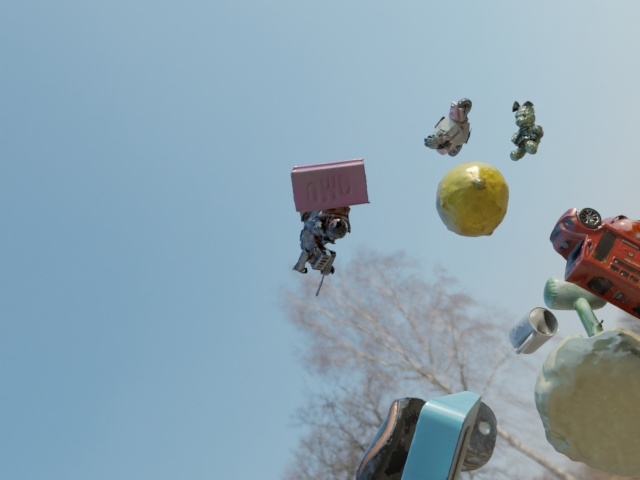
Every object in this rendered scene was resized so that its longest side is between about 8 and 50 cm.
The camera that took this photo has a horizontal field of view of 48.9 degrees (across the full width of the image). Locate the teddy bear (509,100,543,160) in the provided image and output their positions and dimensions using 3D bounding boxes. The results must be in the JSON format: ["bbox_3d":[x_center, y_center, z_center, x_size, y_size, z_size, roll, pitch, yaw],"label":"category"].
[{"bbox_3d":[0.750,-0.392,2.528,0.111,0.133,0.213,9,-102,-36],"label":"teddy bear"}]

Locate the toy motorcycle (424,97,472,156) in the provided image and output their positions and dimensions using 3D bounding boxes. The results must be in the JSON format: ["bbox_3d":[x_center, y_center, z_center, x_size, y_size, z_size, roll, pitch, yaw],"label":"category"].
[{"bbox_3d":[0.474,-0.407,2.632,0.204,0.108,0.239,-20,-61,-28],"label":"toy motorcycle"}]

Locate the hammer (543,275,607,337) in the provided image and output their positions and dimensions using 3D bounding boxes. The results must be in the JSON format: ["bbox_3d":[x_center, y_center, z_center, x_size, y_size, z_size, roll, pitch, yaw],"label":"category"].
[{"bbox_3d":[0.862,0.229,2.298,0.335,0.206,0.119,-84,-8,-64],"label":"hammer"}]

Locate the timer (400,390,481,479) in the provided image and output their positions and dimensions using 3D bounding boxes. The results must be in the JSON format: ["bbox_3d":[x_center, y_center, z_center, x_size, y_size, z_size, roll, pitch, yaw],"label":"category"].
[{"bbox_3d":[0.269,0.447,1.522,0.250,0.091,0.232,9,-83,-66],"label":"timer"}]

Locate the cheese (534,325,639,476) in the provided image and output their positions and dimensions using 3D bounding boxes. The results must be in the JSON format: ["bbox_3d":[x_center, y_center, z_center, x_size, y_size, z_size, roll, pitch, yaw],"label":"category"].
[{"bbox_3d":[0.581,0.308,1.355,0.318,0.326,0.115,60,-159,-18],"label":"cheese"}]

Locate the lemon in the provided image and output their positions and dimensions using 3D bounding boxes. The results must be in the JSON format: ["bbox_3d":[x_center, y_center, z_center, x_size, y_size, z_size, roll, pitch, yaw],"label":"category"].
[{"bbox_3d":[0.471,-0.126,2.187,0.233,0.233,0.288,-51,-12,-18],"label":"lemon"}]

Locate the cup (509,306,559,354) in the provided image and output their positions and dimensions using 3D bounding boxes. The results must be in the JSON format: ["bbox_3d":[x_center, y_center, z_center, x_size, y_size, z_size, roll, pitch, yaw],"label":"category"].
[{"bbox_3d":[0.621,0.274,2.098,0.136,0.099,0.133,-13,-28,-25],"label":"cup"}]

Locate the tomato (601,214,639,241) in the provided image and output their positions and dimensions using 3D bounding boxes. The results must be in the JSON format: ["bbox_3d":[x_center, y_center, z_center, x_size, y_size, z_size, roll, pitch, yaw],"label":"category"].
[{"bbox_3d":[0.760,0.016,1.740,0.187,0.187,0.151,16,-90,-61],"label":"tomato"}]

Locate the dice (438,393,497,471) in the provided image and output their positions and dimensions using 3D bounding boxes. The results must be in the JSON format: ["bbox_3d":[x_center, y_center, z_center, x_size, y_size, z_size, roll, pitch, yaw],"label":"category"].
[{"bbox_3d":[0.417,0.586,2.139,0.182,0.183,0.181,124,164,-52],"label":"dice"}]

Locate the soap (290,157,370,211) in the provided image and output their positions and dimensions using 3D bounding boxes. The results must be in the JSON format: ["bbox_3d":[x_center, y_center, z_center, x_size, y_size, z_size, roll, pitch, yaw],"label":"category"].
[{"bbox_3d":[0.026,-0.148,1.889,0.065,0.203,0.122,-90,-9,-70],"label":"soap"}]

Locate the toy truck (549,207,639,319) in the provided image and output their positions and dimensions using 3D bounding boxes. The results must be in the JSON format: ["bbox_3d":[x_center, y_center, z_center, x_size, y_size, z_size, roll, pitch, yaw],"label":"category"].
[{"bbox_3d":[0.530,0.049,1.261,0.114,0.253,0.107,-55,-13,-26],"label":"toy truck"}]

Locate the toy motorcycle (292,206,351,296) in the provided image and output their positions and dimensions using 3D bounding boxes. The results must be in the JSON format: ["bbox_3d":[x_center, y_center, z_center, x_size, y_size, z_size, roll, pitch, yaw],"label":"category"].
[{"bbox_3d":[0.000,0.000,2.085,0.134,0.207,0.401,4,-56,-29],"label":"toy motorcycle"}]

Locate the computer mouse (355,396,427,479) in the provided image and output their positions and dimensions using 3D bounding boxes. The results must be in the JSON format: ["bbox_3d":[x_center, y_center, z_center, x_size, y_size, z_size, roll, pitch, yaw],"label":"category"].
[{"bbox_3d":[0.217,0.557,1.833,0.323,0.183,0.116,-57,11,-25],"label":"computer mouse"}]
